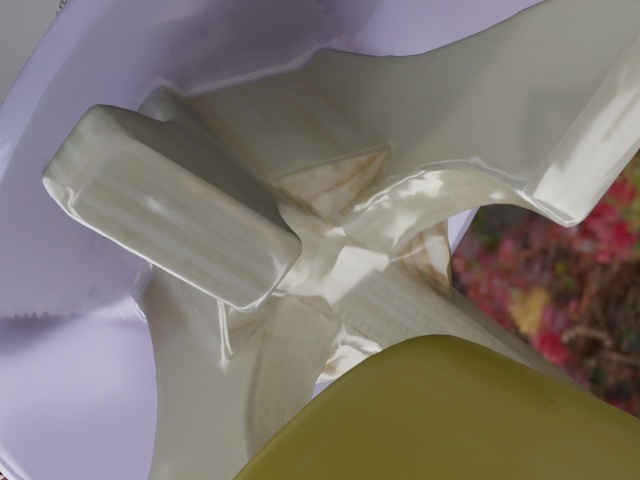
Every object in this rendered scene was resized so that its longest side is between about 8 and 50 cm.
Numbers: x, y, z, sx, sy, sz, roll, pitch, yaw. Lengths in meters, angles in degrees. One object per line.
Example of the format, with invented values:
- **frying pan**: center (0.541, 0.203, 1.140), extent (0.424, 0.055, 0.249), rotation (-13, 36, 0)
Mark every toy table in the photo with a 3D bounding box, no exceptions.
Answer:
- **toy table**: center (0.000, 0.000, 0.594), extent (0.252, 0.274, 0.161), rotation (18, -165, -33)

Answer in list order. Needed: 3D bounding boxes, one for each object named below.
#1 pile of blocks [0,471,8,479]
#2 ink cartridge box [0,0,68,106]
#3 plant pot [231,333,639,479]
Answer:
- **pile of blocks**: center (-0.065, 0.125, 0.895), extent (0.362, 0.149, 0.112), rotation (28, -153, -25)
- **ink cartridge box**: center (-0.235, -0.135, 0.963), extent (0.115, 0.198, 0.273), rotation (-9, 161, 29)
- **plant pot**: center (0.074, 0.177, 0.359), extent (0.239, 0.254, 0.254), rotation (24, -155, 20)
